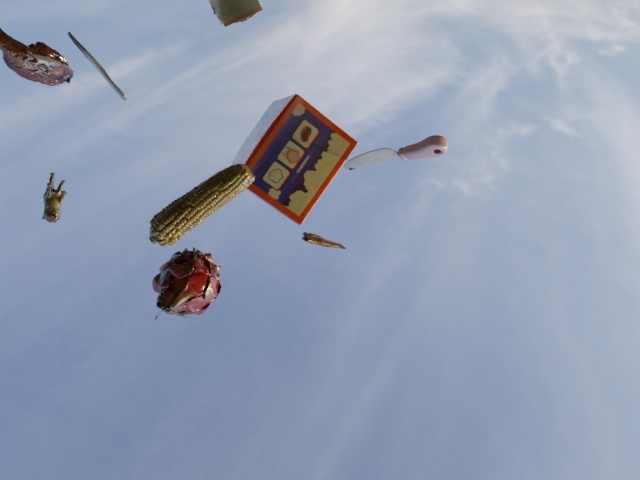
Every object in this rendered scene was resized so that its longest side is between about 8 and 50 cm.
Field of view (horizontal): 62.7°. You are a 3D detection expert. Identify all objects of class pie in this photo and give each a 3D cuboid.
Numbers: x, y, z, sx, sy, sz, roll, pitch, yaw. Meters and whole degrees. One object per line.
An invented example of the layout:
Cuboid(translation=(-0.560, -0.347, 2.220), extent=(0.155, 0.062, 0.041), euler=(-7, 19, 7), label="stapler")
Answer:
Cuboid(translation=(0.000, 0.000, 1.839), extent=(0.170, 0.034, 0.092), euler=(13, -170, -33), label="pie")

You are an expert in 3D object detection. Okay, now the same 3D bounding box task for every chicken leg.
Cuboid(translation=(-0.990, -0.633, 1.761), extent=(0.096, 0.407, 0.158), euler=(-8, -105, 19), label="chicken leg")

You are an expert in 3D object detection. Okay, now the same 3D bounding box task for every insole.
Cuboid(translation=(-0.531, -0.415, 1.252), extent=(0.010, 0.192, 0.063), euler=(-43, -162, -13), label="insole")

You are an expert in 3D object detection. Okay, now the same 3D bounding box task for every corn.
Cuboid(translation=(-0.315, -0.095, 1.368), extent=(0.320, 0.097, 0.097), euler=(-34, -136, 4), label="corn")

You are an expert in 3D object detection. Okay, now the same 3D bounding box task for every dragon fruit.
Cuboid(translation=(-0.456, 0.154, 1.727), extent=(0.234, 0.233, 0.293), euler=(25, -137, 19), label="dragon fruit")

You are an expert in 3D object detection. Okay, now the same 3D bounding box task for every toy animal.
Cuboid(translation=(-0.831, -0.136, 1.626), extent=(0.057, 0.099, 0.241), euler=(16, -163, -35), label="toy animal")

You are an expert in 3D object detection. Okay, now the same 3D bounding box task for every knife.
Cuboid(translation=(0.200, -0.244, 1.508), extent=(0.336, 0.081, 0.043), euler=(-8, -112, 33), label="knife")

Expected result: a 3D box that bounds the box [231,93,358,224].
Cuboid(translation=(-0.109, -0.265, 1.700), extent=(0.257, 0.318, 0.349), euler=(34, -178, -17), label="box")

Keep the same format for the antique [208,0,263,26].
Cuboid(translation=(-0.280, -0.796, 1.697), extent=(0.152, 0.148, 0.146), euler=(-20, -126, 11), label="antique")
